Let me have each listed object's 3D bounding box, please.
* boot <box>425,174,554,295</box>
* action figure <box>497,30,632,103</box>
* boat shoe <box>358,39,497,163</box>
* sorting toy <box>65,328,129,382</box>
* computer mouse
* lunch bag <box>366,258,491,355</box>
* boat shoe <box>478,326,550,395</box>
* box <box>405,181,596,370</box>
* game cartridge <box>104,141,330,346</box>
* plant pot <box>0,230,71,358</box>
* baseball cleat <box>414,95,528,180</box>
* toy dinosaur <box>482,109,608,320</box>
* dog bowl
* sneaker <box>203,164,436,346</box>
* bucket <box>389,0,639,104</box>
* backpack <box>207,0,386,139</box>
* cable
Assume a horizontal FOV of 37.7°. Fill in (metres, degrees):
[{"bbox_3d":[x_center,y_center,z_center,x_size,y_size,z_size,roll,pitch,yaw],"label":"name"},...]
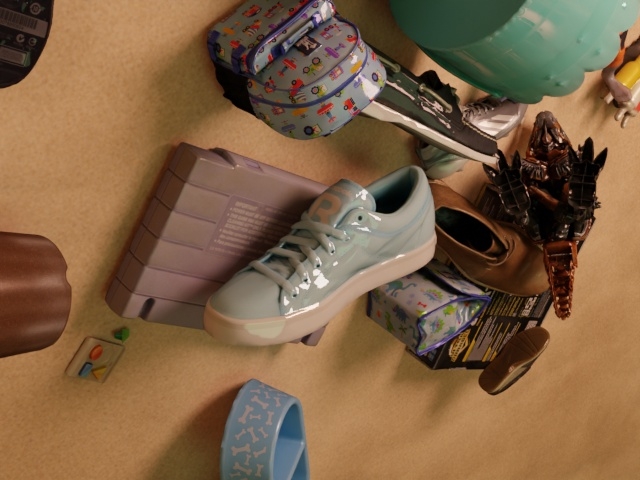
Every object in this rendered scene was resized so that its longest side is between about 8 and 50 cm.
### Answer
[{"bbox_3d":[0.254,0.016,1.413,0.305,0.115,0.112,31,98,-28],"label":"boot"},{"bbox_3d":[0.381,-0.337,1.360,0.341,0.178,0.330,-42,134,18],"label":"action figure"},{"bbox_3d":[0.130,-0.179,1.217,0.303,0.114,0.091,17,97,-38],"label":"boat shoe"},{"bbox_3d":[-0.273,0.141,1.173,0.062,0.012,0.083,27,98,-48],"label":"sorting toy"},{"bbox_3d":[-0.255,-0.268,0.878,0.184,0.060,0.262,3,108,-45],"label":"computer mouse"},{"bbox_3d":[0.167,0.089,1.450,0.151,0.129,0.096,-22,131,-29],"label":"lunch bag"},{"bbox_3d":[0.341,0.212,1.642,0.152,0.056,0.049,-40,144,1],"label":"boat shoe"},{"bbox_3d":[0.313,0.072,1.611,0.257,0.079,0.322,7,113,-42],"label":"box"},{"bbox_3d":[-0.085,0.015,1.224,0.355,0.068,0.230,16,102,-47],"label":"game cartridge"},{"bbox_3d":[-0.354,0.057,0.941,0.165,0.167,0.167,1,117,-51],"label":"plant pot"},{"bbox_3d":[0.222,-0.177,1.359,0.206,0.072,0.109,-44,132,-15],"label":"baseball cleat"},{"bbox_3d":[0.358,-0.052,1.397,0.164,0.321,0.218,-26,153,8],"label":"toy dinosaur"},{"bbox_3d":[-0.075,0.339,1.384,0.166,0.074,0.297,-63,154,-48],"label":"dog bowl"},{"bbox_3d":[0.000,0.000,1.166,0.366,0.135,0.150,-28,126,-37],"label":"sneaker"},{"bbox_3d":[0.224,-0.318,1.119,0.183,0.281,0.281,13,109,-45],"label":"bucket"},{"bbox_3d":[-0.021,-0.197,1.045,0.158,0.173,0.117,-39,137,-14],"label":"backpack"},{"bbox_3d":[0.564,-0.319,1.569,0.287,0.072,0.139,-55,144,2],"label":"cable"}]
